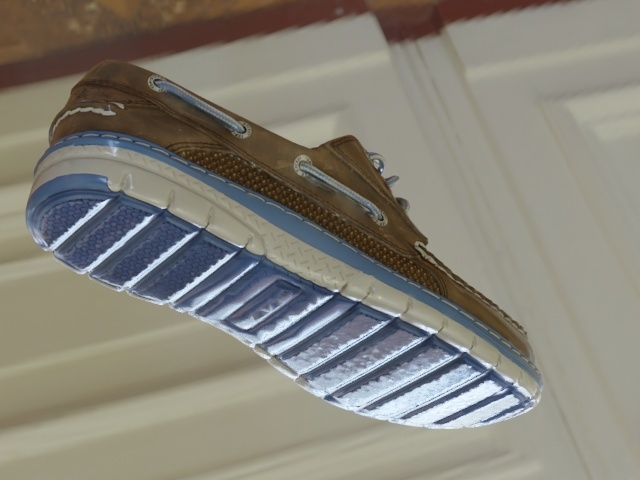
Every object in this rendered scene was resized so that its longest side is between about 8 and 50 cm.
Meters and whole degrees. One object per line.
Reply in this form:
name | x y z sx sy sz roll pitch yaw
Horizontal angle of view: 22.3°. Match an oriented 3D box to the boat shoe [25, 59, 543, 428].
boat shoe | 0.000 0.000 0.503 0.183 0.066 0.066 30 141 -29
